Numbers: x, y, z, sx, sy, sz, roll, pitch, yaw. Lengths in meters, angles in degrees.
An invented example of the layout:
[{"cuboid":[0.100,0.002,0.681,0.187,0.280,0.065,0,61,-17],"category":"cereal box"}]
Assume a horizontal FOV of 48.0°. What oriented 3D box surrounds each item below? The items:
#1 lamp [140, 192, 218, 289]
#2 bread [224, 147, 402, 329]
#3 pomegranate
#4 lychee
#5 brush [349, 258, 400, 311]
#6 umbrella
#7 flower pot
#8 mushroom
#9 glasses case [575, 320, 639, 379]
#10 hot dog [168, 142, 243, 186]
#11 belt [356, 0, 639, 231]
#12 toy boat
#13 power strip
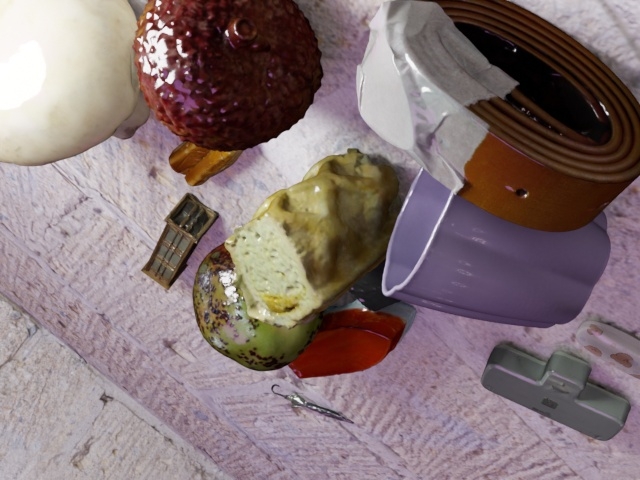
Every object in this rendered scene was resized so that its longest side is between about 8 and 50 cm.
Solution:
[{"cuboid":[-0.328,0.010,1.648,0.090,0.089,0.325,36,149,-4],"category":"lamp"},{"cuboid":[-0.002,-0.006,1.150,0.196,0.252,0.238,52,143,7],"category":"bread"},{"cuboid":[-0.096,0.105,1.381,0.285,0.285,0.340,43,155,-16],"category":"pomegranate"},{"cuboid":[-0.129,-0.245,0.978,0.260,0.261,0.261,23,147,16],"category":"lychee"},{"cuboid":[0.118,0.061,1.344,0.123,0.059,0.197,43,146,-11],"category":"brush"},{"cuboid":[-0.028,0.481,2.065,0.269,0.044,0.044,21,177,21],"category":"umbrella"},{"cuboid":[0.242,-0.004,0.990,0.243,0.265,0.265,22,149,-8],"category":"flower pot"},{"cuboid":[-0.445,-0.299,1.183,0.353,0.353,0.325,-12,107,49],"category":"mushroom"},{"cuboid":[0.501,0.185,1.185,0.164,0.041,0.063,29,148,6],"category":"glasses case"},{"cuboid":[-0.212,-0.164,1.335,0.092,0.062,0.235,46,144,-19],"category":"hot dog"},{"cuboid":[0.201,-0.153,0.829,0.338,0.217,0.122,36,149,7],"category":"belt"},{"cuboid":[0.060,0.193,1.528,0.331,0.133,0.145,-20,116,40],"category":"toy boat"},{"cuboid":[0.440,0.271,1.338,0.265,0.059,0.194,24,151,15],"category":"power strip"}]
